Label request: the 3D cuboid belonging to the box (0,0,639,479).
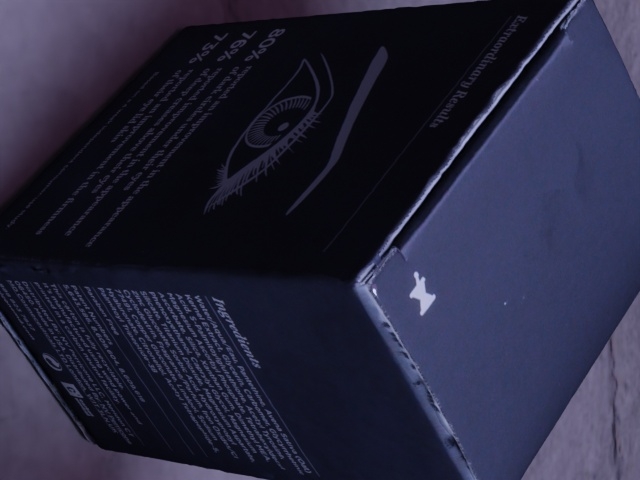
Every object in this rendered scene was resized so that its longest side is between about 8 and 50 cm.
[{"bbox_3d":[0.000,0.000,0.602,0.153,0.207,0.108,-50,126,-32],"label":"box"}]
